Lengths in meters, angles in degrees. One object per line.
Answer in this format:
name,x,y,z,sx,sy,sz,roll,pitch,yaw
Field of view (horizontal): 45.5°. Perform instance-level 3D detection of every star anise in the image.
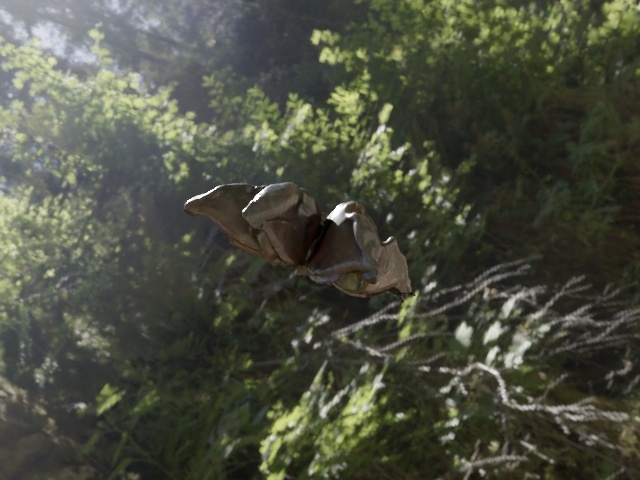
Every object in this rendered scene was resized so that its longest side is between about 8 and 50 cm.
star anise,-0.014,-0.005,0.584,0.208,0.171,0.063,31,-101,-73
